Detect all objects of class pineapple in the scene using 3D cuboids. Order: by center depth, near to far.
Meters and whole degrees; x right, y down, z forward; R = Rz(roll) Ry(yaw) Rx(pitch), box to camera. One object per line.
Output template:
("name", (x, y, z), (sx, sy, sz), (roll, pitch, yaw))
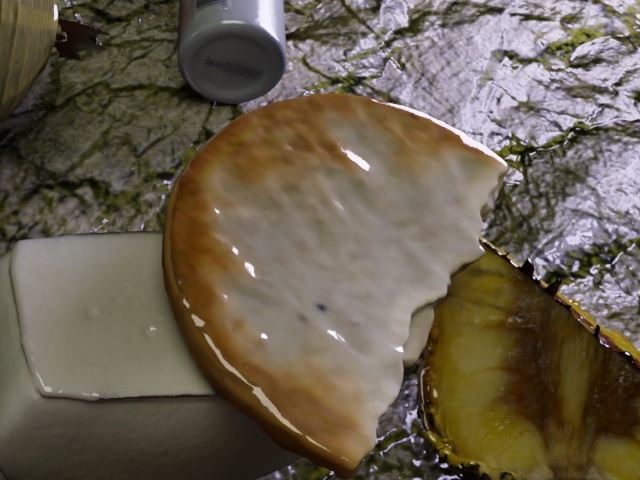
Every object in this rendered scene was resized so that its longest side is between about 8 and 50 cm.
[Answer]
("pineapple", (0.180, 0.129, 0.834), (0.334, 0.161, 0.158), (36, 92, 40))

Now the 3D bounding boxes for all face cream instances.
("face cream", (-0.087, -0.253, 1.116), (0.101, 0.101, 0.251), (2, 50, -7))

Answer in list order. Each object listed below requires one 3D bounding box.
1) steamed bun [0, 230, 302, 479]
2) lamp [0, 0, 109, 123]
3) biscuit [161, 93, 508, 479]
("steamed bun", (-0.110, 0.093, 0.784), (0.242, 0.164, 0.146), (0, 50, -27))
("lamp", (-0.316, -0.188, 0.942), (0.284, 0.250, 0.250), (4, 49, -22))
("biscuit", (0.000, 0.000, 0.772), (0.204, 0.040, 0.309), (31, 48, 1))
